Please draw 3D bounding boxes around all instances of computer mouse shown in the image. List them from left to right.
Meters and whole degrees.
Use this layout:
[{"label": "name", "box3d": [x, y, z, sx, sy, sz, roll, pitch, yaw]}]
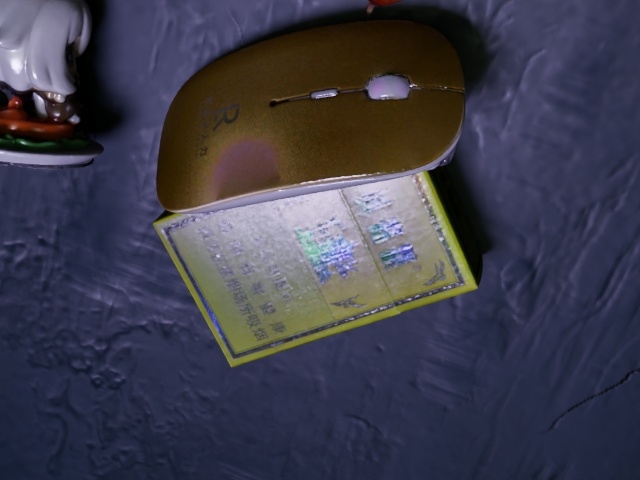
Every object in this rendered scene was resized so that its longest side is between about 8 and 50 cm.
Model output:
[{"label": "computer mouse", "box3d": [-0.018, -0.085, 0.667, 0.245, 0.125, 0.056, -8, 155, 25]}]

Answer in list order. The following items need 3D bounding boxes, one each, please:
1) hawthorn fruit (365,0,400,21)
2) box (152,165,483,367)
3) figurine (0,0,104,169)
[{"label": "hawthorn fruit", "box3d": [0.038, -0.182, 0.648, 0.067, 0.066, 0.103, 17, 123, 4]}, {"label": "box", "box3d": [0.000, 0.000, 0.737, 0.220, 0.064, 0.141, -20, 107, 22]}, {"label": "figurine", "box3d": [-0.222, -0.140, 0.701, 0.132, 0.132, 0.153, 11, 103, 7]}]
